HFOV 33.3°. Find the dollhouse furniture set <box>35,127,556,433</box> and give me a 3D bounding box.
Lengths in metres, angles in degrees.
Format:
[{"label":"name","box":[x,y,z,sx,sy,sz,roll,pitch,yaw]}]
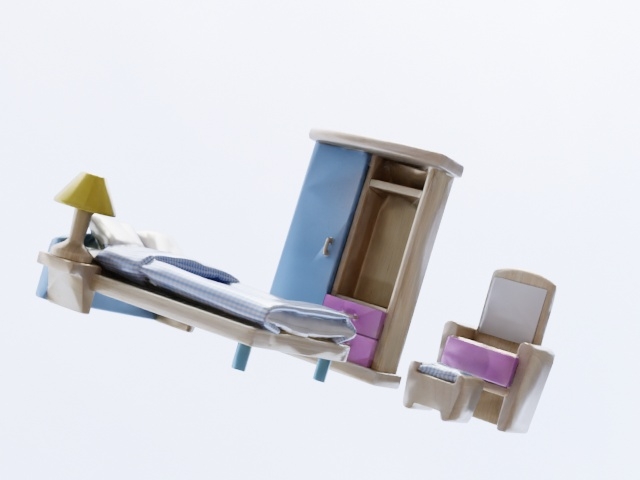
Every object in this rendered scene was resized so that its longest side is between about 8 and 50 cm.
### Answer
[{"label":"dollhouse furniture set","box":[0.000,0.000,0.787,0.303,0.286,0.198,19,-93,-57]}]
